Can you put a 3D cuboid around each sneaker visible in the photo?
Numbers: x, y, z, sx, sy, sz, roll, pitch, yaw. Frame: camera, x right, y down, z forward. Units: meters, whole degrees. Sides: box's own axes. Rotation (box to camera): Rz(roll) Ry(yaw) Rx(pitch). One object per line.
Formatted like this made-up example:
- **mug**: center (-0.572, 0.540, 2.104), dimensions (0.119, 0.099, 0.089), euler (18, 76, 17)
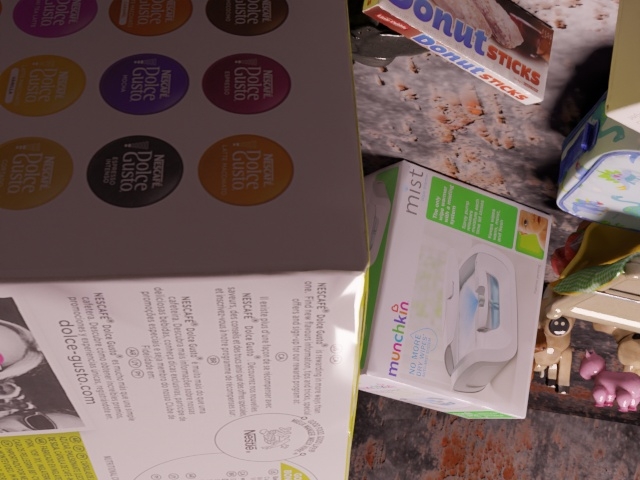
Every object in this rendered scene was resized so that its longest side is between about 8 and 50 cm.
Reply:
- **sneaker**: center (0.027, -0.182, 0.815), dimensions (0.170, 0.051, 0.089), euler (11, 166, -19)

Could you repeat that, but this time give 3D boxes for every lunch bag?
- **lunch bag**: center (0.315, -0.071, 0.921), dimensions (0.176, 0.090, 0.219), euler (10, 167, 2)

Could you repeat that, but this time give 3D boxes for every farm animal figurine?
- **farm animal figurine**: center (0.393, 0.161, 1.615), dimensions (0.330, 0.172, 0.327), euler (7, 179, -14)

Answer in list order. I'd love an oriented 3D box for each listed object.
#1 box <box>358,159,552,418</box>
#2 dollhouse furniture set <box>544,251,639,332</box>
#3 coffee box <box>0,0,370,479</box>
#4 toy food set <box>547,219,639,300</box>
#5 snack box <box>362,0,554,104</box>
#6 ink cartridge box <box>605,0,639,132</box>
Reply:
- **box**: center (0.141, 0.067, 1.233), dimensions (0.231, 0.262, 0.126), euler (19, 163, -24)
- **dollhouse furniture set**: center (0.415, 0.023, 1.084), dimensions (0.301, 0.151, 0.197), euler (13, 160, -11)
- **coffee box**: center (-0.143, -0.010, 0.716), dimensions (0.334, 0.338, 0.338), euler (-1, 142, -2)
- **toy food set**: center (0.324, -0.004, 1.173), dimensions (0.128, 0.071, 0.218), euler (-19, 160, -12)
- **snack box**: center (0.110, -0.168, 0.769), dimensions (0.178, 0.064, 0.022), euler (21, 164, -33)
- **ink cartridge box**: center (0.368, -0.110, 0.691), dimensions (0.272, 0.115, 0.198), euler (20, 163, -28)
